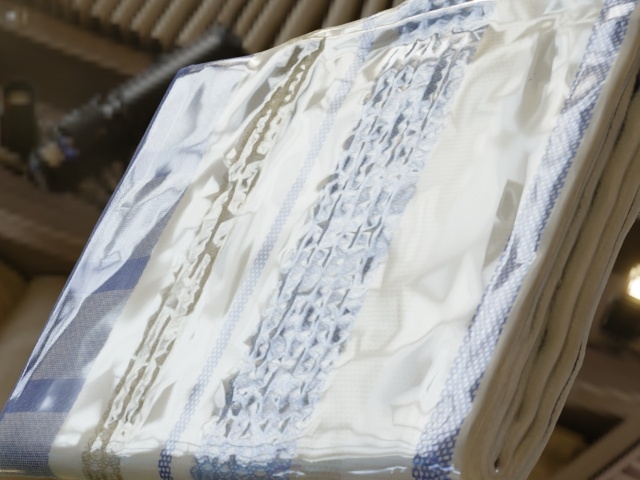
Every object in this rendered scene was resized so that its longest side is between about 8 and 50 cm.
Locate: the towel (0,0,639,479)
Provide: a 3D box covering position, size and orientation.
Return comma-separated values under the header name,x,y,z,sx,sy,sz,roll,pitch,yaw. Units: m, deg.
name,x,y,z,sx,sy,sz,roll,pitch,yaw
towel,0.000,0.000,0.635,0.034,0.285,0.209,40,-118,-30
